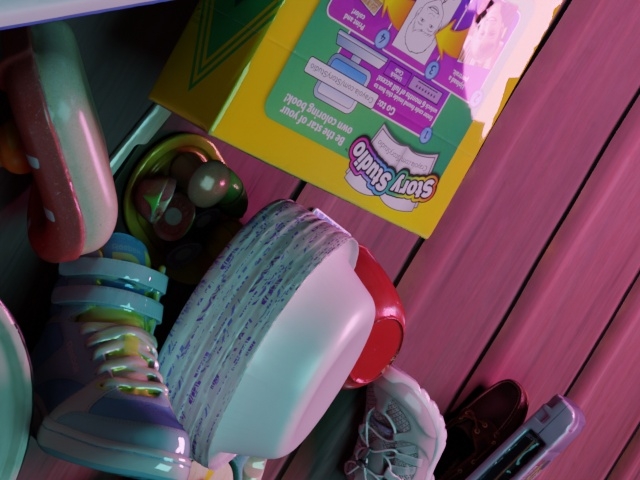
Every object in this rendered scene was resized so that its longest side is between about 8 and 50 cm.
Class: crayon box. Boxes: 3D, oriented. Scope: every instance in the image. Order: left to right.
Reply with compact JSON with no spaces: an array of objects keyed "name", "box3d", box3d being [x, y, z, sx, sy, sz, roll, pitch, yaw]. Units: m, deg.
[{"name":"crayon box","box3d":[0.050,-0.199,1.632,0.363,0.106,0.313,24,97,-50]}]

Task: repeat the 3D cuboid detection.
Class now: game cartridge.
[{"name":"game cartridge","box3d":[0.236,0.323,2.280,0.294,0.060,0.196,-45,169,5]}]

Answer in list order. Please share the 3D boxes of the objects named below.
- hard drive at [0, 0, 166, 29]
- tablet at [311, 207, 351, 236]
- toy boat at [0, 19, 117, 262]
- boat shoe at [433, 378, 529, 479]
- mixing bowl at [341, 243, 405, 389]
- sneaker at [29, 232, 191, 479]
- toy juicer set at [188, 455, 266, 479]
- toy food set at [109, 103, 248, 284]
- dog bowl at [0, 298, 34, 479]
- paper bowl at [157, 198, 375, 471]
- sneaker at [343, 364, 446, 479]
[{"name":"hard drive","box3d":[-0.216,-0.281,1.396,0.318,0.210,0.040,-17,165,-39]},{"name":"tablet","box3d":[0.000,0.000,1.949,0.054,0.006,0.083,-56,141,-2]},{"name":"toy boat","box3d":[-0.270,-0.081,1.529,0.151,0.151,0.231,-14,130,-4]},{"name":"boat shoe","box3d":[0.199,0.265,2.281,0.207,0.073,0.073,-51,146,-9]},{"name":"mixing bowl","box3d":[0.032,0.103,1.972,0.181,0.098,0.181,-26,133,-32]},{"name":"sneaker","box3d":[-0.190,0.102,1.596,0.127,0.319,0.208,18,89,-31]},{"name":"toy juicer set","box3d":[-0.145,0.318,1.937,0.329,0.089,0.209,-24,130,-36]},{"name":"toy food set","box3d":[-0.129,-0.035,1.737,0.128,0.071,0.218,-47,140,-14]},{"name":"dog bowl","box3d":[-0.455,0.166,1.460,0.408,0.150,0.408,-25,130,-34]},{"name":"paper bowl","box3d":[-0.050,0.111,1.774,0.284,0.148,0.284,-56,170,-16]},{"name":"sneaker","box3d":[0.085,0.275,2.141,0.115,0.105,0.281,-31,135,-30]}]
